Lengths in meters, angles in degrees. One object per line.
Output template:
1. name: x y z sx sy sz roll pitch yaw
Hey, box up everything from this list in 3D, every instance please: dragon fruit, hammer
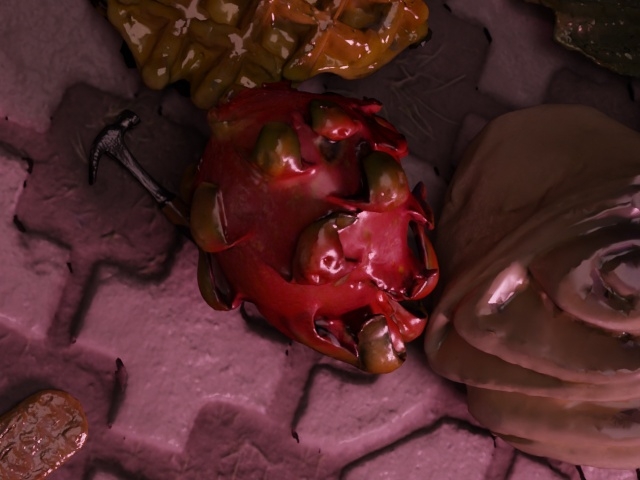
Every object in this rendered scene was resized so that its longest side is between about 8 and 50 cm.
1. dragon fruit: 0.008 -0.016 1.513 0.307 0.227 0.243 22 105 -30
2. hammer: -0.145 -0.030 1.578 0.201 0.021 0.078 47 72 -9

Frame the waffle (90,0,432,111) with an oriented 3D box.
1. waffle: -0.061 -0.324 1.593 0.382 0.095 0.379 -22 87 -19

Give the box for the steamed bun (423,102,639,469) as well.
1. steamed bun: 0.291 0.049 1.608 0.339 0.247 0.352 17 76 -20

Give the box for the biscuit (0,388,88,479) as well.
1. biscuit: -0.280 0.195 1.509 0.147 0.018 0.071 -36 99 -18

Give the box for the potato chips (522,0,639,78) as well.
1. potato chips: 0.394 -0.351 1.778 0.429 0.070 0.358 -3 88 -20
